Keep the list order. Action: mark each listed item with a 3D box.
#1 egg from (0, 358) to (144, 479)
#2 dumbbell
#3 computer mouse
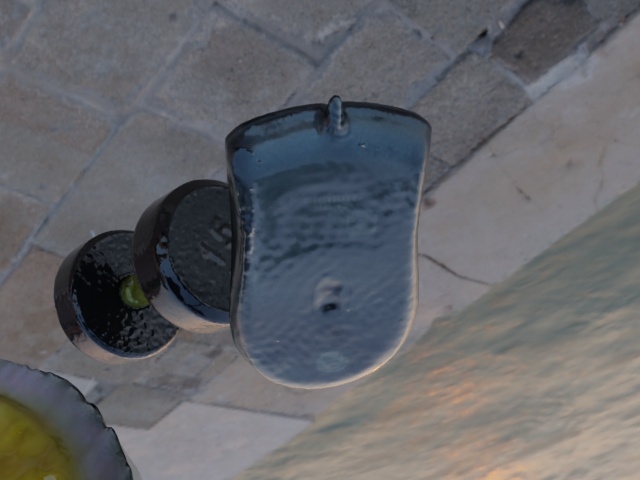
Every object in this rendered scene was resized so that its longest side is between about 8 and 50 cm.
[{"bbox_3d":[-0.279,0.309,0.580,0.354,0.355,0.340,-11,138,-7],"label":"egg"},{"bbox_3d":[-0.227,0.053,1.088,0.203,0.204,0.322,18,152,-38],"label":"dumbbell"},{"bbox_3d":[0.000,0.000,0.727,0.188,0.122,0.371,-6,137,-9],"label":"computer mouse"}]
